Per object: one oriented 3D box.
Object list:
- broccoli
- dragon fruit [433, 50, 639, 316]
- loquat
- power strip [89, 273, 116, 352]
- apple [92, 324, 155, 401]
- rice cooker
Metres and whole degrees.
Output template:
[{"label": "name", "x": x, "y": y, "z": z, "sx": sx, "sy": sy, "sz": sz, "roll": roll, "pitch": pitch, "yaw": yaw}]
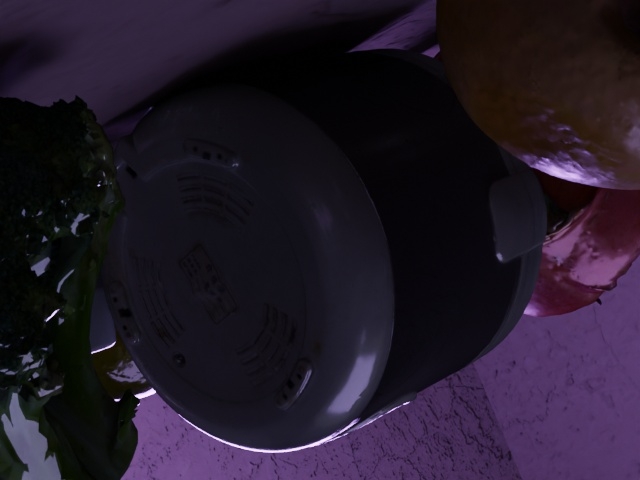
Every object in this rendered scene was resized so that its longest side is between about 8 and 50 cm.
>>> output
[{"label": "broccoli", "x": -0.197, "y": 0.045, "z": 0.762, "sx": 0.265, "sy": 0.245, "sz": 0.294, "roll": -41, "pitch": -153, "yaw": -13}, {"label": "dragon fruit", "x": 0.172, "y": -0.078, "z": 1.273, "sx": 0.189, "sy": 0.291, "sz": 0.290, "roll": 20, "pitch": 154, "yaw": -28}, {"label": "loquat", "x": 0.168, "y": -0.123, "z": 0.782, "sx": 0.213, "sy": 0.213, "sz": 0.213, "roll": -23, "pitch": 178, "yaw": -1}, {"label": "power strip", "x": -0.290, "y": 0.030, "z": 1.148, "sx": 0.261, "sy": 0.141, "sz": 0.229, "roll": -7, "pitch": -174, "yaw": 34}, {"label": "apple", "x": -0.188, "y": 0.048, "z": 1.329, "sx": 0.196, "sy": 0.196, "sz": 0.157, "roll": -24, "pitch": 154, "yaw": 32}, {"label": "rice cooker", "x": 0.002, "y": 0.001, "z": 1.100, "sx": 0.288, "sy": 0.288, "sz": 0.277, "roll": -25, "pitch": 177, "yaw": 41}]
